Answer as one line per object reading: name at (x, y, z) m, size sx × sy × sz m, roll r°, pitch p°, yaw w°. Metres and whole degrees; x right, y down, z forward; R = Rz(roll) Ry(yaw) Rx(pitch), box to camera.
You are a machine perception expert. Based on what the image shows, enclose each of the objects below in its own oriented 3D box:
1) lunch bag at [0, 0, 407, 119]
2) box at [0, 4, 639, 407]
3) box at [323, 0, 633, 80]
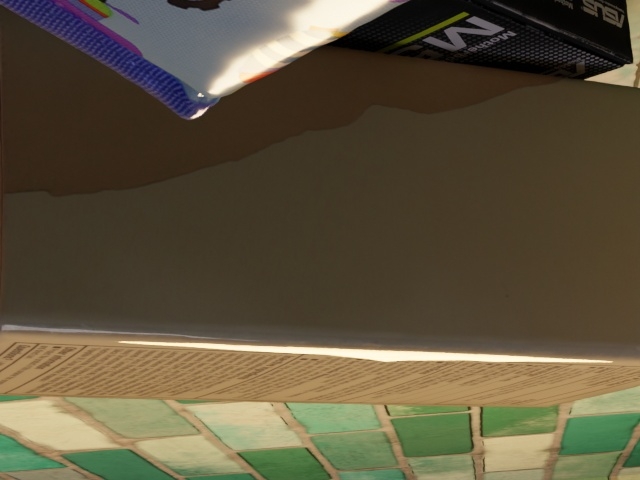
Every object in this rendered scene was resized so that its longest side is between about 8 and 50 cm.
lunch bag at (-0.066, -0.163, 0.278) m, size 0.293 × 0.138 × 0.221 m, roll 23°, pitch 152°, yaw -33°
box at (0.000, 0.000, 0.653) m, size 0.311 × 0.121 × 0.148 m, roll 4°, pitch 164°, yaw -27°
box at (0.001, -0.085, 0.656) m, size 0.190 × 0.045 × 0.184 m, roll -16°, pitch 158°, yaw 40°
